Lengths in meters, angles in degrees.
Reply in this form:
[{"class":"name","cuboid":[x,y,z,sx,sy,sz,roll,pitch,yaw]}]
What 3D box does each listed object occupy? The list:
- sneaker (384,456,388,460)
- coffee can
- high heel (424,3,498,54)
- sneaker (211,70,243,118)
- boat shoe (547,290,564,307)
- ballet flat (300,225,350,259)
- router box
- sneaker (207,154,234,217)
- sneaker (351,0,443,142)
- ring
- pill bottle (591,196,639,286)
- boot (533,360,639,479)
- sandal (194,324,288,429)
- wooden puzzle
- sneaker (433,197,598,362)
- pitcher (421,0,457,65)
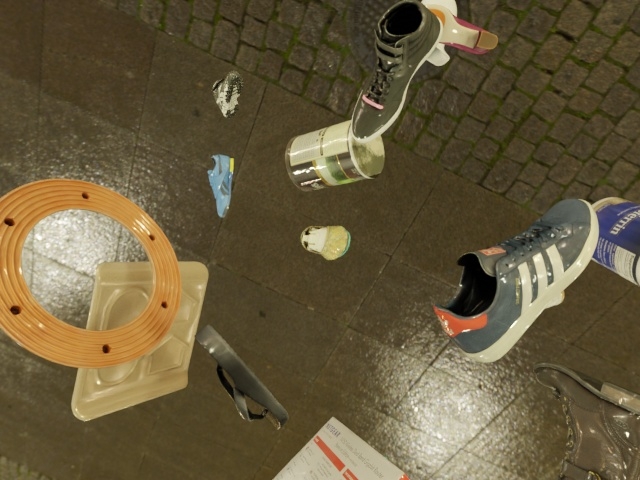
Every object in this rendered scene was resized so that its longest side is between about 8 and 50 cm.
[{"class":"sneaker","cuboid":[0.102,0.551,1.069,0.166,0.065,0.076,5,101,23]},{"class":"coffee can","cuboid":[0.047,-0.286,1.448,0.275,0.201,0.202,-6,119,38]},{"class":"high heel","cuboid":[0.342,-0.556,1.132,0.243,0.117,0.082,13,111,-1]},{"class":"sneaker","cuboid":[-0.331,-0.522,1.483,0.106,0.078,0.234,49,159,1]},{"class":"boat shoe","cuboid":[0.602,0.113,1.321,0.096,0.277,0.098,-21,123,-16]},{"class":"ballet flat","cuboid":[0.000,0.000,1.503,0.123,0.348,0.123,-1,92,-14]},{"class":"router box","cuboid":[-0.020,0.428,0.621,0.301,0.335,0.082,-41,91,-17]},{"class":"sneaker","cuboid":[-0.327,-0.175,1.378,0.082,0.210,0.069,6,167,-22]},{"class":"sneaker","cuboid":[0.129,-0.345,0.868,0.104,0.146,0.296,39,107,22]},{"class":"ring","cuboid":[-0.387,0.050,0.725,0.032,0.337,0.337,-28,110,30]},{"class":"pill bottle","cuboid":[0.687,0.017,0.896,0.153,0.265,0.153,-4,114,-10]},{"class":"boot","cuboid":[0.418,0.334,0.700,0.091,0.263,0.229,21,85,-9]},{"class":"sandal","cuboid":[-0.123,0.214,0.637,0.097,0.054,0.255,28,153,42]},{"class":"wooden puzzle","cuboid":[-0.440,0.221,1.060,0.080,0.322,0.348,12,94,29]},{"class":"sneaker","cuboid":[0.334,0.037,0.744,0.148,0.131,0.350,42,81,-15]},{"class":"pitcher","cuboid":[0.343,-0.690,1.375,0.177,0.125,0.207,11,84,-10]}]
